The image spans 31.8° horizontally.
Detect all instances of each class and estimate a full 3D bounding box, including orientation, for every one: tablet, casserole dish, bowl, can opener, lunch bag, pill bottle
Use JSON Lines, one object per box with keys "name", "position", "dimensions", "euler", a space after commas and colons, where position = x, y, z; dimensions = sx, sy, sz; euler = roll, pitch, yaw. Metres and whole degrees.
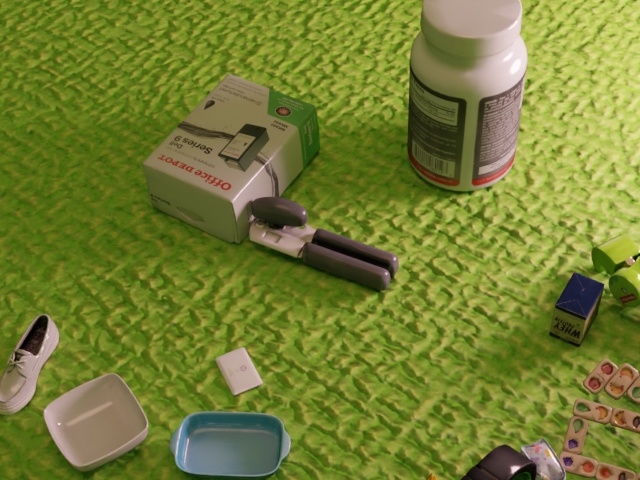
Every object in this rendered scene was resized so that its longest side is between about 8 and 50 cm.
{"name": "tablet", "position": [-0.136, 0.217, 1.869], "dimensions": [0.054, 0.006, 0.083], "euler": [-21, 52, -15]}
{"name": "casserole dish", "position": [-0.140, 0.325, 1.756], "dimensions": [0.188, 0.037, 0.114], "euler": [1, 49, 5]}
{"name": "bowl", "position": [-0.353, 0.296, 1.781], "dimensions": [0.142, 0.053, 0.142], "euler": [-26, 53, -20]}
{"name": "can opener", "position": [0.000, 0.000, 1.992], "dimensions": [0.283, 0.095, 0.076], "euler": [19, 53, 19]}
{"name": "lunch bag", "position": [0.333, 0.353, 1.684], "dimensions": [0.053, 0.071, 0.083], "euler": [-20, 52, -15]}
{"name": "pill bottle", "position": [0.266, -0.281, 2.045], "dimensions": [0.210, 0.363, 0.210], "euler": [-1, 49, 1]}

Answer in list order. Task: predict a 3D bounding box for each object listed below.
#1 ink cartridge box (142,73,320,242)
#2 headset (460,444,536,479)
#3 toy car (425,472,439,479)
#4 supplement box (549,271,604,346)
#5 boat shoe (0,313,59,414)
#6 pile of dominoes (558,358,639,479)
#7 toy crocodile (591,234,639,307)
{"name": "ink cartridge box", "position": [-0.164, -0.158, 2.121], "dimensions": [0.211, 0.121, 0.289], "euler": [23, 54, 22]}
{"name": "headset", "position": [0.183, 0.450, 1.487], "dimensions": [0.185, 0.243, 0.394], "euler": [32, 54, 27]}
{"name": "toy car", "position": [0.156, 0.402, 1.664], "dimensions": [0.040, 0.060, 0.122], "euler": [42, 65, -4]}
{"name": "supplement box", "position": [0.429, 0.116, 1.877], "dimensions": [0.056, 0.083, 0.083], "euler": [24, 54, 21]}
{"name": "boat shoe", "position": [-0.490, 0.202, 1.863], "dimensions": [0.066, 0.063, 0.184], "euler": [17, 52, 17]}
{"name": "pile of dominoes", "position": [0.507, 0.287, 1.710], "dimensions": [0.251, 0.040, 0.196], "euler": [14, 72, 15]}
{"name": "toy crocodile", "position": [0.592, 0.108, 1.875], "dimensions": [0.115, 0.105, 0.340], "euler": [-36, 61, -26]}
